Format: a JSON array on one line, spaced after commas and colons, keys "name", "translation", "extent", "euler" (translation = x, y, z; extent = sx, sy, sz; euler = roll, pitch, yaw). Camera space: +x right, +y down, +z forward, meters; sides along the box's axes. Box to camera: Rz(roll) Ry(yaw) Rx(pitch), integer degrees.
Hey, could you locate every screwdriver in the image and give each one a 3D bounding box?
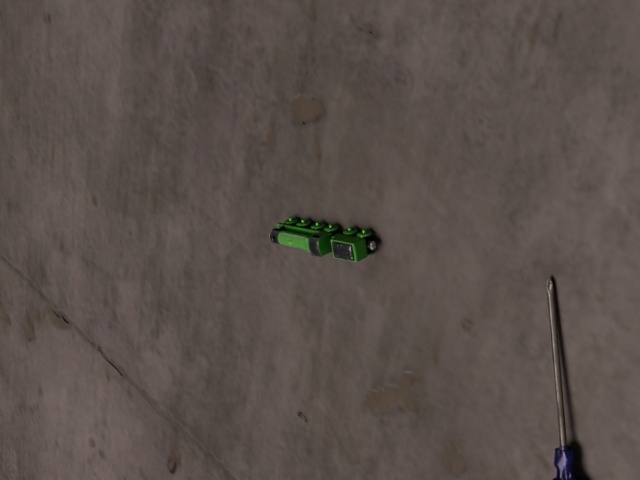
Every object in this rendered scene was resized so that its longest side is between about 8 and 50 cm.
[{"name": "screwdriver", "translation": [0.134, 0.099, 0.814], "extent": [0.024, 0.025, 0.169], "euler": [11, 110, 48]}]

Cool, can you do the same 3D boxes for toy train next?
[{"name": "toy train", "translation": [0.000, 0.000, 0.905], "extent": [0.083, 0.024, 0.017], "euler": [10, 118, 47]}]
